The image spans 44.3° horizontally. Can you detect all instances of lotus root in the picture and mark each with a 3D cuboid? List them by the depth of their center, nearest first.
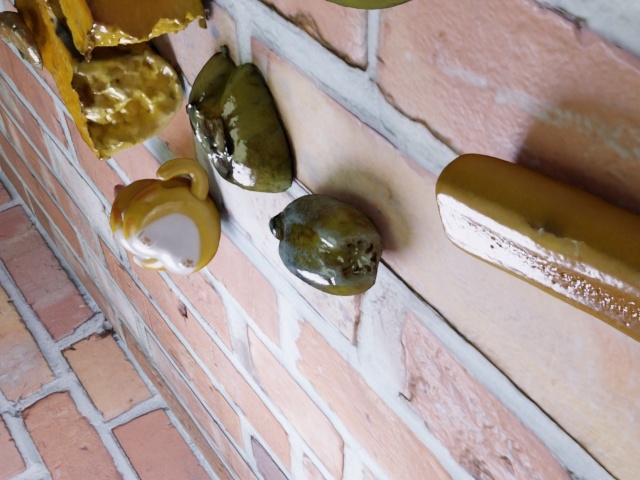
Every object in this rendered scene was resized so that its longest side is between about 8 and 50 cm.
[{"bbox_3d":[0.000,0.000,0.928,0.192,0.088,0.113,23,119,55],"label":"lotus root"},{"bbox_3d":[-0.120,-0.142,1.025,0.183,0.078,0.203,-11,104,64],"label":"lotus root"}]

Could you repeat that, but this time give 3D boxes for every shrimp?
[{"bbox_3d":[-0.463,-0.312,1.211,0.180,0.041,0.099,32,158,53],"label":"shrimp"}]

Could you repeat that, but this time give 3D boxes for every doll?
[{"bbox_3d":[-0.270,-0.032,1.338,0.167,0.162,0.270,38,160,-26],"label":"doll"}]

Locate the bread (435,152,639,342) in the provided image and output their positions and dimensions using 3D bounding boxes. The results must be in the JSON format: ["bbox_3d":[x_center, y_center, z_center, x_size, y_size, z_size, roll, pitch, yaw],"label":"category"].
[{"bbox_3d":[0.188,0.003,0.579,0.239,0.074,0.092,33,150,46],"label":"bread"}]

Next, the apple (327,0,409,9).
[{"bbox_3d":[0.030,-0.266,0.399,0.279,0.279,0.279,44,151,33],"label":"apple"}]

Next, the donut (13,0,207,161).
[{"bbox_3d":[-0.314,-0.348,1.090,0.377,0.164,0.435,61,158,5],"label":"donut"}]
